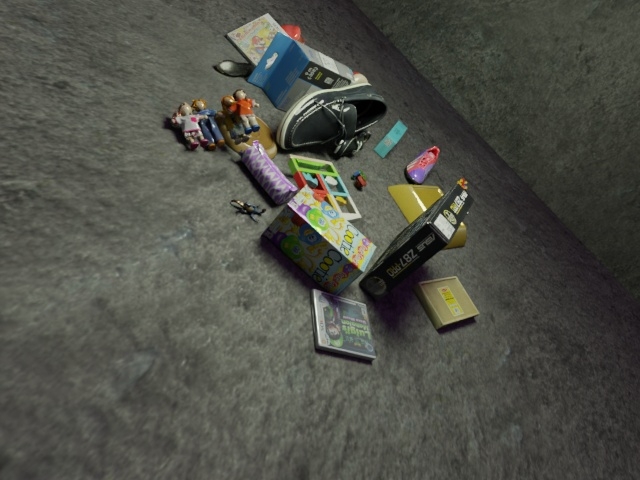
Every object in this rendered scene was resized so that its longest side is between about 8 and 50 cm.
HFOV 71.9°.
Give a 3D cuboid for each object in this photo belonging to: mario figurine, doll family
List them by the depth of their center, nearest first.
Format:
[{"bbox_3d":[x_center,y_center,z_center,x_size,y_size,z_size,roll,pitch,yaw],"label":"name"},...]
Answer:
[{"bbox_3d":[-0.314,-0.363,1.332,0.262,0.118,0.163,-19,80,-17],"label":"doll family"},{"bbox_3d":[-0.101,-0.843,2.023,0.320,0.170,0.198,28,2,-38],"label":"mario figurine"}]

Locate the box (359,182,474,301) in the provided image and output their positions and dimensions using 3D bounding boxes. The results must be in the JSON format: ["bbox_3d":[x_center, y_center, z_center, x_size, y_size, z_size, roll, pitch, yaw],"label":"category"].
[{"bbox_3d":[0.317,-0.005,1.427,0.097,0.318,0.395,47,35,2],"label":"box"}]

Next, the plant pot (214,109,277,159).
[{"bbox_3d":[-0.240,-0.362,1.473,0.236,0.032,0.236,26,41,-25],"label":"plant pot"}]

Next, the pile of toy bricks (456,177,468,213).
[{"bbox_3d":[0.639,-0.195,2.117,0.105,0.118,0.212,10,60,0],"label":"pile of toy bricks"}]

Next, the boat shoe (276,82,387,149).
[{"bbox_3d":[0.055,-0.447,1.608,0.500,0.187,0.156,-30,57,-33],"label":"boat shoe"}]

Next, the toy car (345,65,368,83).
[{"bbox_3d":[0.081,-0.676,1.971,0.219,0.210,0.238,19,24,-47],"label":"toy car"}]

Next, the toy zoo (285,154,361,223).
[{"bbox_3d":[0.019,-0.150,1.426,0.192,0.030,0.293,1,53,-42],"label":"toy zoo"}]

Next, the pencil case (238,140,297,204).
[{"bbox_3d":[-0.157,-0.208,1.358,0.206,0.088,0.086,51,39,6],"label":"pencil case"}]

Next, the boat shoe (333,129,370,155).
[{"bbox_3d":[0.140,-0.409,1.812,0.091,0.114,0.302,38,39,-3],"label":"boat shoe"}]

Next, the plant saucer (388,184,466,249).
[{"bbox_3d":[0.484,-0.122,1.897,0.332,0.081,0.333,-6,60,-46],"label":"plant saucer"}]

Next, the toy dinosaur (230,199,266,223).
[{"bbox_3d":[-0.195,-0.095,1.257,0.090,0.047,0.082,46,17,18],"label":"toy dinosaur"}]

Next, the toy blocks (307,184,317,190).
[{"bbox_3d":[0.003,-0.150,1.484,0.123,0.054,0.148,25,41,-24],"label":"toy blocks"}]

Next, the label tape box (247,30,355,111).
[{"bbox_3d":[-0.073,-0.605,1.689,0.333,0.240,0.106,10,51,-37],"label":"label tape box"}]

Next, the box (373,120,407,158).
[{"bbox_3d":[0.331,-0.477,2.071,0.060,0.100,0.244,41,36,-3],"label":"box"}]

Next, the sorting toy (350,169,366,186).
[{"bbox_3d":[0.149,-0.240,1.730,0.061,0.042,0.102,49,22,-21],"label":"sorting toy"}]

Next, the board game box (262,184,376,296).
[{"bbox_3d":[0.000,0.000,1.264,0.275,0.142,0.144,42,37,-5],"label":"board game box"}]

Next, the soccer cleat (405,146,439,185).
[{"bbox_3d":[0.489,-0.363,2.098,0.108,0.116,0.318,44,36,-2],"label":"soccer cleat"}]

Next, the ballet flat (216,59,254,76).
[{"bbox_3d":[-0.322,-0.645,1.662,0.173,0.049,0.058,-17,111,-49],"label":"ballet flat"}]

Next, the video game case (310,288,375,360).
[{"bbox_3d":[0.061,0.230,1.206,0.190,0.022,0.173,21,43,-30],"label":"video game case"}]

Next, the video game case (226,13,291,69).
[{"bbox_3d":[-0.236,-0.823,1.833,0.227,0.026,0.206,-41,86,-24],"label":"video game case"}]

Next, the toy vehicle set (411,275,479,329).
[{"bbox_3d":[0.453,0.217,1.582,0.266,0.035,0.166,-2,57,-45],"label":"toy vehicle set"}]
